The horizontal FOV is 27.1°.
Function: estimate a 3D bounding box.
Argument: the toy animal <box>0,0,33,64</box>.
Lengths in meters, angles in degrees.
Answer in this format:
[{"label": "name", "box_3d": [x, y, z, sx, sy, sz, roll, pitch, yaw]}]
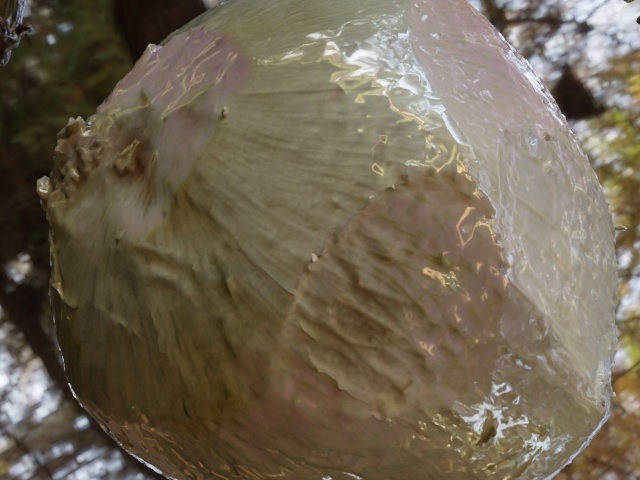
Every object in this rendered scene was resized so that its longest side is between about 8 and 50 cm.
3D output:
[{"label": "toy animal", "box_3d": [-0.259, -0.273, 1.207, 0.224, 0.066, 0.230, -69, -161, 6]}]

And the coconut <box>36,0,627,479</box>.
[{"label": "coconut", "box_3d": [0.000, 0.000, 0.684, 0.297, 0.297, 0.254, 10, -29, 46]}]

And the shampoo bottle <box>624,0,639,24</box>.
[{"label": "shampoo bottle", "box_3d": [0.120, -0.152, 0.631, 0.141, 0.034, 0.049, 46, -16, -9]}]
